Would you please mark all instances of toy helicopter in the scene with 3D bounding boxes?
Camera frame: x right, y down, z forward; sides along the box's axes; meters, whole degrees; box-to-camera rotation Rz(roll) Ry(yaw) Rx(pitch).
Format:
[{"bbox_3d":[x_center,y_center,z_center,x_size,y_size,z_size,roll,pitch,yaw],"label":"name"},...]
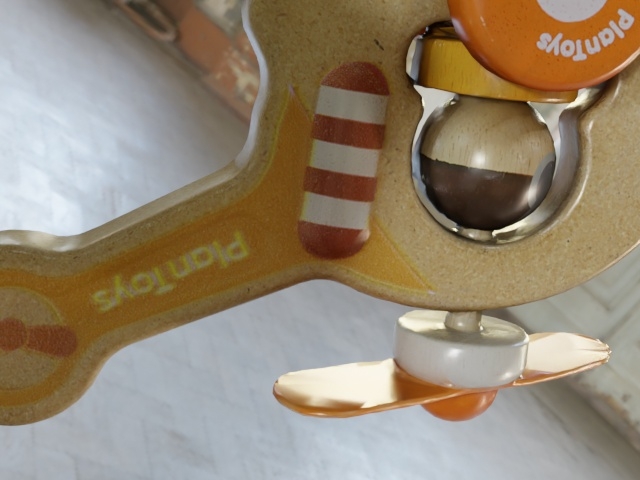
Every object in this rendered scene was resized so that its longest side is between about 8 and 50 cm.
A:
[{"bbox_3d":[0.000,0.000,0.479,0.140,0.355,0.235,-121,-171,-72],"label":"toy helicopter"}]
